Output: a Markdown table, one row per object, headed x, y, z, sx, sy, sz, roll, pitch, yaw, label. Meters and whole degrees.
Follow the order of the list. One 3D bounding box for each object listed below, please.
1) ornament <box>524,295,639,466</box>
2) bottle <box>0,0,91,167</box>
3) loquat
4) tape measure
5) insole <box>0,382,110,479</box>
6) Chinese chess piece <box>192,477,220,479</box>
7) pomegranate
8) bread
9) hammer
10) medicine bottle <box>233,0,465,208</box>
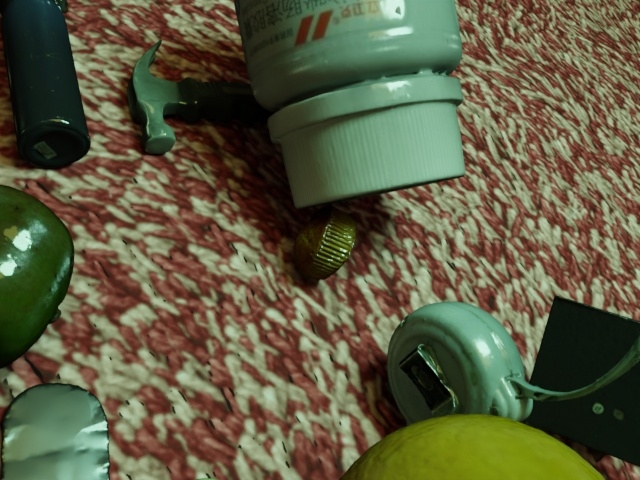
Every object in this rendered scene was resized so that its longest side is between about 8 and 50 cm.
| x | y | z | sx | sy | sz | roll | pitch | yaw | label |
| --- | --- | --- | --- | --- | --- | --- | --- | --- | --- |
| 0.347 | 0.159 | 0.882 | 0.153 | 0.167 | 0.196 | 19 | 9 | 24 | ornament |
| -0.305 | -0.195 | 0.806 | 0.082 | 0.072 | 0.245 | -19 | 61 | -6 | bottle |
| 0.109 | 0.266 | 0.552 | 0.274 | 0.275 | 0.275 | 15 | 49 | -18 | loquat |
| 0.167 | 0.091 | 0.669 | 0.084 | 0.330 | 0.164 | -17 | 63 | -41 | tape measure |
| -0.203 | 0.268 | 0.544 | 0.118 | 0.009 | 0.349 | 8 | 52 | -26 | insole |
| -0.095 | 0.240 | 0.608 | 0.084 | 0.034 | 0.084 | 16 | 48 | -18 | Chinese chess piece |
| -0.305 | 0.024 | 0.609 | 0.191 | 0.131 | 0.152 | 12 | 52 | 8 | pomegranate |
| 0.000 | 0.000 | 0.818 | 0.053 | 0.085 | 0.085 | 27 | 46 | -15 | bread |
| -0.125 | -0.172 | 0.915 | 0.226 | 0.041 | 0.159 | 0 | 57 | -29 | hammer |
| 0.039 | -0.203 | 0.835 | 0.245 | 0.245 | 0.307 | -13 | 93 | -36 | medicine bottle |
